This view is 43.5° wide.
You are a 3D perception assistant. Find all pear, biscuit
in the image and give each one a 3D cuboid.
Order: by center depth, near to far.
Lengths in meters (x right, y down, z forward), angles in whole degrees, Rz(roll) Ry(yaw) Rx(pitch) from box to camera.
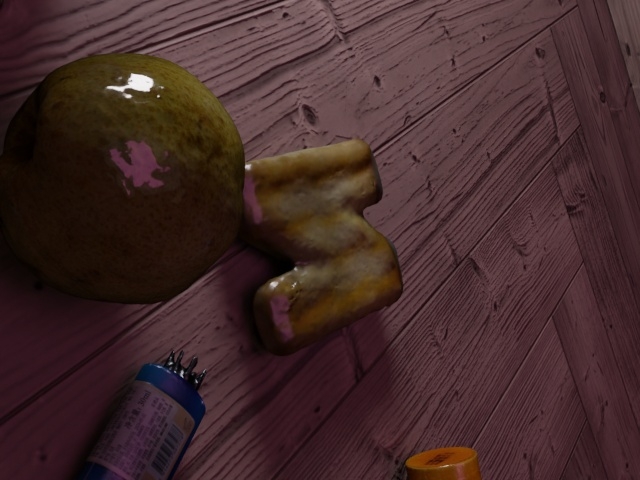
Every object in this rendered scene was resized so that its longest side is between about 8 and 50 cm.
[{"bbox_3d":[-0.176,-0.060,0.705,0.211,0.188,0.229,29,59,-54],"label":"pear"},{"bbox_3d":[0.000,0.000,1.018,0.290,0.062,0.237,-22,99,-52],"label":"biscuit"}]

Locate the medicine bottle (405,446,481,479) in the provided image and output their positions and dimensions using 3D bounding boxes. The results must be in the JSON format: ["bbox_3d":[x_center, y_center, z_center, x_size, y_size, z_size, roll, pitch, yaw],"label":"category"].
[{"bbox_3d":[0.186,0.409,1.109,0.149,0.112,0.222,-8,87,-52],"label":"medicine bottle"}]

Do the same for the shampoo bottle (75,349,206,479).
[{"bbox_3d":[-0.165,0.188,0.769,0.087,0.050,0.183,50,46,-28],"label":"shampoo bottle"}]
